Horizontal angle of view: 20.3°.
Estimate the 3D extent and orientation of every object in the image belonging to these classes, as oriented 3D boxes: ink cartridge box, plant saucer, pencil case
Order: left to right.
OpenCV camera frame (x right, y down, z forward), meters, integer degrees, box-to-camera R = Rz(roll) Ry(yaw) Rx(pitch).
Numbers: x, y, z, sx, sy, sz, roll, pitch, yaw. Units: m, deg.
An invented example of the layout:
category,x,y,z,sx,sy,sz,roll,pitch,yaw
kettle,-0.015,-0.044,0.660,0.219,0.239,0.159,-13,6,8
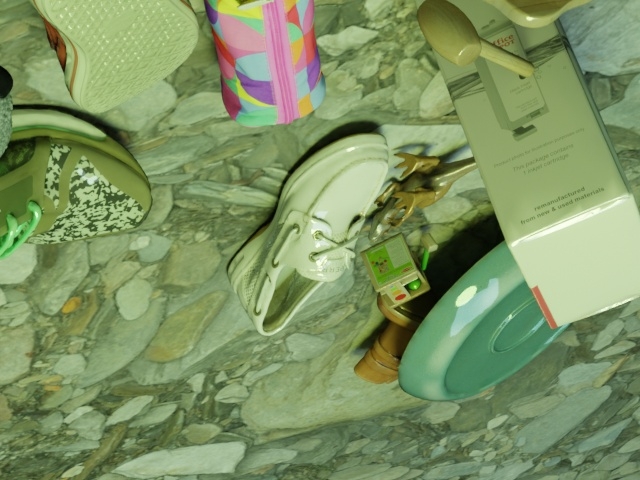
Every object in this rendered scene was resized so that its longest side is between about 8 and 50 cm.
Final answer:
category,x,y,z,sx,sy,sz,roll,pitch,yaw
pencil case,-0.049,-0.187,1.486,0.104,0.104,0.236,-19,152,-5
plant saucer,0.227,0.085,2.087,0.317,0.044,0.318,-33,155,-17
ink cartridge box,0.199,-0.093,1.624,0.117,0.283,0.207,-22,151,8

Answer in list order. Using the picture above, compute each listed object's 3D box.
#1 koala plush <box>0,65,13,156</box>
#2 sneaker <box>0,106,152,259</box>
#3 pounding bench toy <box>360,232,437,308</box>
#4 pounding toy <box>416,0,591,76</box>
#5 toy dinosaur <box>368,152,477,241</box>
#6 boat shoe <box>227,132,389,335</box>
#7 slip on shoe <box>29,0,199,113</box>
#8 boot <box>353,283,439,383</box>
category,x,y,z,sx,sy,sz,roll,pitch,yaw
koala plush,-0.318,-0.115,1.356,0.203,0.196,0.221,-20,153,21
sneaker,-0.319,-0.006,1.519,0.410,0.182,0.158,2,143,-36
pounding bench toy,0.099,0.029,1.993,0.083,0.052,0.065,-27,151,8
pounding toy,0.162,-0.243,1.505,0.269,0.154,0.155,-28,156,-31
toy dinosaur,0.123,-0.066,1.861,0.211,0.064,0.112,-26,170,26
boat shoe,0.000,0.000,1.832,0.098,0.096,0.277,0,144,-33
slip on shoe,-0.175,-0.191,1.406,0.123,0.101,0.331,-32,164,-3
boot,0.093,0.116,2.119,0.152,0.073,0.197,-34,146,29
